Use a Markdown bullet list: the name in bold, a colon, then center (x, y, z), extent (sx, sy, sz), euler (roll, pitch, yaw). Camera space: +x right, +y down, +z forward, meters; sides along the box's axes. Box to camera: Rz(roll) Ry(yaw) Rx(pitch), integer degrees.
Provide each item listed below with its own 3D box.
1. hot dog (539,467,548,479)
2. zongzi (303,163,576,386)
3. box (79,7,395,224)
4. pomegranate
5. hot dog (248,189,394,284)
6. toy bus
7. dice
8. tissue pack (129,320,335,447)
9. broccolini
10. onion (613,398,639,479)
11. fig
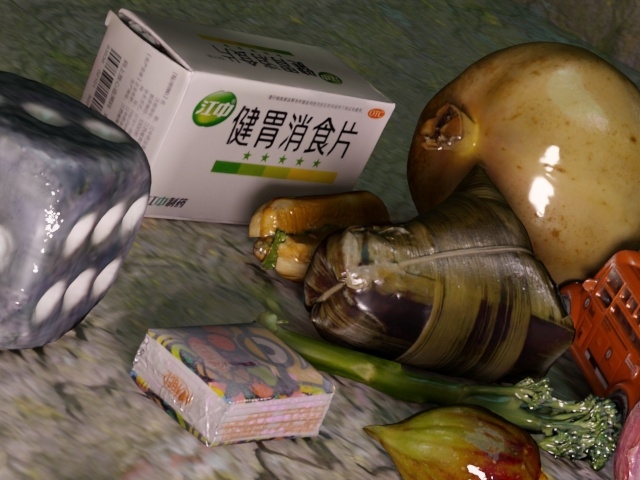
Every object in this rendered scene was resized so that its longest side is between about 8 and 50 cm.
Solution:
- **hot dog**: center (0.181, 0.214, 1.722), extent (0.037, 0.021, 0.083), euler (40, 24, 32)
- **zongzi**: center (0.101, 0.002, 1.915), extent (0.286, 0.134, 0.288), euler (16, 44, -29)
- **box**: center (-0.100, -0.124, 2.018), extent (0.333, 0.173, 0.145), euler (5, 27, -47)
- **pomegranate**: center (0.242, -0.083, 2.182), extent (0.319, 0.319, 0.319), euler (23, 19, -8)
- **hot dog**: center (0.000, 0.000, 1.987), extent (0.104, 0.076, 0.250), euler (53, 30, 15)
- **toy bus**: center (0.354, 0.118, 1.997), extent (0.143, 0.153, 0.329), euler (19, 20, -16)
- **dice**: center (-0.259, -0.027, 1.544), extent (0.183, 0.181, 0.182), euler (29, 19, 15)
- **tissue pack**: center (-0.072, 0.119, 1.587), extent (0.108, 0.060, 0.148), euler (37, 21, 32)
- **broccolini**: center (0.117, 0.132, 1.769), extent (0.392, 0.074, 0.079), euler (19, 13, -24)
- **onion**: center (0.361, 0.184, 1.766), extent (0.159, 0.195, 0.159), euler (12, 14, -3)
- **fig**: center (0.110, 0.184, 1.599), extent (0.154, 0.103, 0.109), euler (18, -19, 9)
